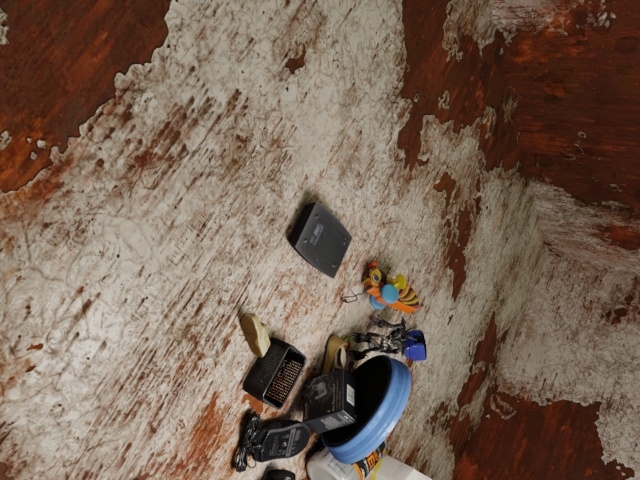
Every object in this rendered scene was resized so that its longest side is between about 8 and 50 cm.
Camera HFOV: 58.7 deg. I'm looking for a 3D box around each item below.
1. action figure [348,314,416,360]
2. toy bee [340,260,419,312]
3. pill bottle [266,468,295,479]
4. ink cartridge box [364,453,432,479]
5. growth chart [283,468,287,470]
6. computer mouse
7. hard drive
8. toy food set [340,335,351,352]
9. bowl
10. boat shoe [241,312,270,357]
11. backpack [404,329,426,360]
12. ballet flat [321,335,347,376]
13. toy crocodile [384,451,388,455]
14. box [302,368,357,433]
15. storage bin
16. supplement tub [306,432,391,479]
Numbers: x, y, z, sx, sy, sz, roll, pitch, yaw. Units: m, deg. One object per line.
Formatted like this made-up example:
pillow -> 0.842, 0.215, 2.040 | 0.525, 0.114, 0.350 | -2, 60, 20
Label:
action figure -> 0.232, 0.366, 2.149 | 0.276, 0.141, 0.164 | -6, 105, -36
toy bee -> 0.226, 0.158, 2.049 | 0.298, 0.195, 0.162 | 27, 56, -43
pill bottle -> -0.133, 0.841, 1.777 | 0.123, 0.123, 0.219 | 61, 25, -44
ink cartridge box -> 0.239, 0.938, 2.169 | 0.119, 0.353, 0.207 | -22, 119, -48
growth chart -> -0.134, 0.887, 1.936 | 0.172, 0.021, 0.237 | -49, 136, -30
computer mouse -> -0.151, 0.616, 1.784 | 0.272, 0.072, 0.188 | 13, 93, -42
hard drive -> 0.000, 0.000, 1.774 | 0.255, 0.054, 0.172 | 42, 68, -51
toy food set -> 0.084, 0.383, 2.051 | 0.083, 0.020, 0.082 | -37, 129, -40
bowl -> 0.145, 0.559, 1.932 | 0.077, 0.391, 0.391 | 39, 65, -12
boat shoe -> -0.180, 0.259, 1.622 | 0.059, 0.063, 0.170 | -47, 145, -37
backpack -> 0.402, 0.441, 2.437 | 0.120, 0.101, 0.098 | -81, 167, -57
ballet flat -> 0.046, 0.449, 1.978 | 0.080, 0.073, 0.232 | -5, 106, -52
toy crocodile -> 0.227, 0.990, 2.384 | 0.115, 0.105, 0.340 | 5, 97, -54
box -> 0.032, 0.524, 1.856 | 0.093, 0.158, 0.156 | 47, 30, -34
storage bin -> -0.135, 0.398, 1.708 | 0.180, 0.084, 0.122 | -60, 142, -19
supplement tub -> 0.113, 0.771, 2.079 | 0.316, 0.194, 0.193 | -39, 131, -40
